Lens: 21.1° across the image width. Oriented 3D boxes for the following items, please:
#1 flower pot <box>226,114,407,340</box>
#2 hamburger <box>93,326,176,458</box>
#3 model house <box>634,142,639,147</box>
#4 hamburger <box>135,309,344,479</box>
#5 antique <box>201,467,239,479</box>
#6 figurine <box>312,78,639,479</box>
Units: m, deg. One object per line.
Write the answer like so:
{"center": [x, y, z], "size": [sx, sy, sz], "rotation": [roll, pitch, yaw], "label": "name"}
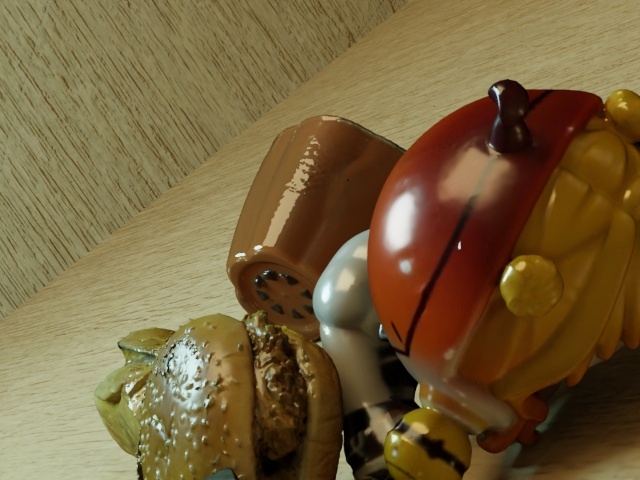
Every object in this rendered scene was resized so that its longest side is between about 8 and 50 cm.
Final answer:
{"center": [0.000, 0.000, 1.732], "size": [0.190, 0.190, 0.173], "rotation": [-21, 31, 48], "label": "flower pot"}
{"center": [-0.130, 0.142, 1.582], "size": [0.124, 0.131, 0.262], "rotation": [-38, 17, -18], "label": "hamburger"}
{"center": [0.316, -0.088, 1.274], "size": [0.181, 0.176, 0.248], "rotation": [-30, -6, 2], "label": "model house"}
{"center": [-0.060, 0.140, 1.225], "size": [0.118, 0.182, 0.191], "rotation": [1, -20, -29], "label": "hamburger"}
{"center": [-0.115, 0.231, 1.097], "size": [0.183, 0.086, 0.088], "rotation": [-28, 10, -4], "label": "antique"}
{"center": [0.117, 0.018, 1.164], "size": [0.320, 0.196, 0.323], "rotation": [-57, 7, -33], "label": "figurine"}
